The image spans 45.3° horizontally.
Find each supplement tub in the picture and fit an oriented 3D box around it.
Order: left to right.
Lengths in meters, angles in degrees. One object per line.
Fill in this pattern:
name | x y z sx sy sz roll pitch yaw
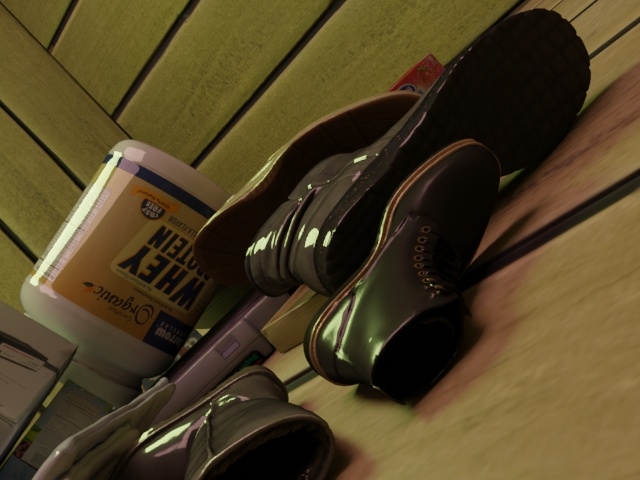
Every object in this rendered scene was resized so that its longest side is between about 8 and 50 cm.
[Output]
supplement tub | -0.261 0.047 1.056 0.316 0.228 0.228 -60 8 -9

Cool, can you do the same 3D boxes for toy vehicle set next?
toy vehicle set | 0.056 0.005 0.860 0.267 0.035 0.166 -48 7 -37

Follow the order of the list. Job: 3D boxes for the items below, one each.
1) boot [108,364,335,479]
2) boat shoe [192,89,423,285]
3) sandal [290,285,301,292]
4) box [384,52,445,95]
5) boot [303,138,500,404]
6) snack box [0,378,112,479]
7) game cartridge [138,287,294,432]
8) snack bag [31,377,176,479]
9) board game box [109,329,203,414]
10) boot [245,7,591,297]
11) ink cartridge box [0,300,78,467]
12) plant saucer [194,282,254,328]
boot | -0.078 0.163 0.511 0.189 0.076 0.208 -46 12 -4
boat shoe | -0.008 -0.074 0.894 0.341 0.121 0.110 -30 19 24
sandal | 0.000 0.000 1.001 0.219 0.060 0.090 -40 -22 -55
box | 0.155 -0.231 1.499 0.257 0.122 0.128 -46 5 -29
boot | 0.078 0.017 0.487 0.198 0.077 0.137 -58 12 -9
snack box | -0.316 0.267 0.827 0.174 0.070 0.207 -55 10 7
game cartridge | -0.165 0.183 0.997 0.355 0.068 0.230 -44 10 1
snack bag | -0.249 0.278 0.656 0.323 0.037 0.342 -55 -2 -1
board game box | -0.361 0.297 1.622 0.243 0.042 0.165 -47 6 -36
boot | 0.074 -0.079 0.712 0.338 0.118 0.223 -42 17 -17
ink cartridge box | -0.380 0.197 0.768 0.223 0.129 0.307 -56 9 -1
plant saucer | -0.078 0.031 1.303 0.400 0.100 0.400 -44 5 5
